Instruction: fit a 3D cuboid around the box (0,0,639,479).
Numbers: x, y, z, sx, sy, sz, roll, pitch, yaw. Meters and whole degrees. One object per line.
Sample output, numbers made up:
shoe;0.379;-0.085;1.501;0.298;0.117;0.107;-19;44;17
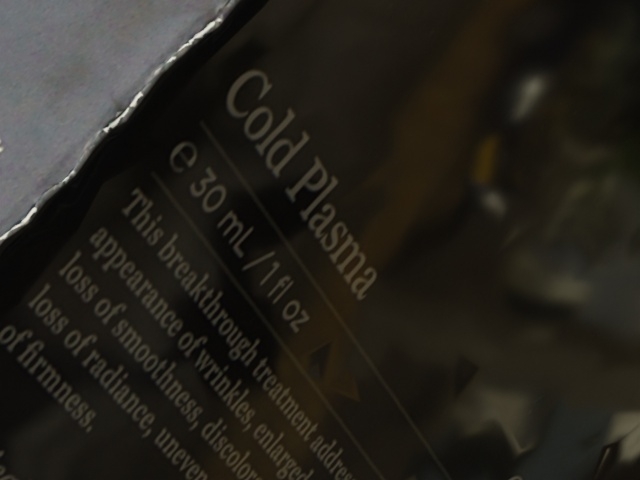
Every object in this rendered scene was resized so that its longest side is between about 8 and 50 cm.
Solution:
box;0.000;0.000;0.525;0.312;0.179;0.343;-46;-39;-11
